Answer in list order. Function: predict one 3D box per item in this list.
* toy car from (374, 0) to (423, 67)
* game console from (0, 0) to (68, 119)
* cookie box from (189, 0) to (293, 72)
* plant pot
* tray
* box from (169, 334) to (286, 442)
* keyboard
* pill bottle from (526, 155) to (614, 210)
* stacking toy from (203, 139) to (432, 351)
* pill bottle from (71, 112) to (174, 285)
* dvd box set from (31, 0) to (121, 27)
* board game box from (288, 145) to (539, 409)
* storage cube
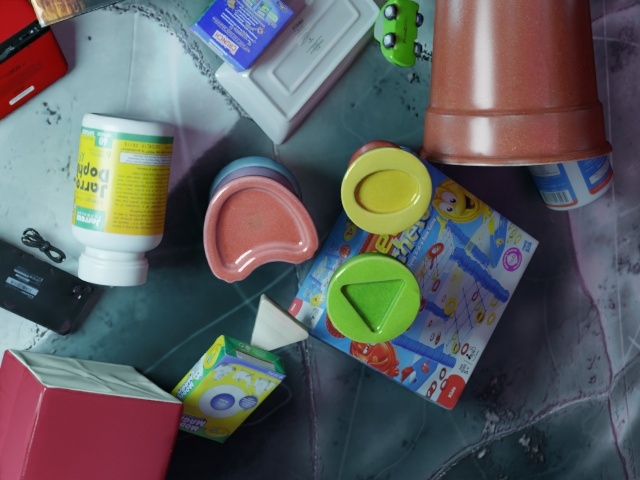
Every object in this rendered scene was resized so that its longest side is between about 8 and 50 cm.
[{"bbox_3d":[0.108,-0.355,1.536,0.239,0.053,0.224,8,84,-39],"label":"toy car"},{"bbox_3d":[-0.401,-0.227,1.317,0.144,0.085,0.124,-39,148,-17],"label":"game console"},{"bbox_3d":[-0.106,-0.294,1.448,0.092,0.040,0.107,42,77,-15],"label":"cookie box"},{"bbox_3d":[0.265,-0.253,1.503,0.272,0.272,0.265,-10,104,-28],"label":"plant pot"},{"bbox_3d":[-0.013,-0.277,1.523,0.270,0.030,0.145,-50,119,-12],"label":"tray"},{"bbox_3d":[-0.142,0.214,1.498,0.105,0.043,0.179,24,123,-31],"label":"box"},{"bbox_3d":[-0.374,0.041,1.383,0.180,0.023,0.108,31,91,-32],"label":"keyboard"},{"bbox_3d":[0.370,-0.168,1.714,0.124,0.124,0.221,-38,117,-18],"label":"pill bottle"},{"bbox_3d":[0.000,0.000,1.507,0.309,0.130,0.279,-8,112,-1],"label":"stacking toy"},{"bbox_3d":[-0.254,-0.052,1.377,0.118,0.118,0.208,3,99,-31],"label":"pill bottle"},{"bbox_3d":[-0.248,-0.491,1.230,0.308,0.062,0.420,-19,104,-4],"label":"dvd box set"},{"bbox_3d":[0.145,0.059,1.651,0.302,0.086,0.308,31,84,-31],"label":"board game box"},{"bbox_3d":[-0.312,0.261,1.369,0.215,0.184,0.193,14,92,-32],"label":"storage cube"}]
